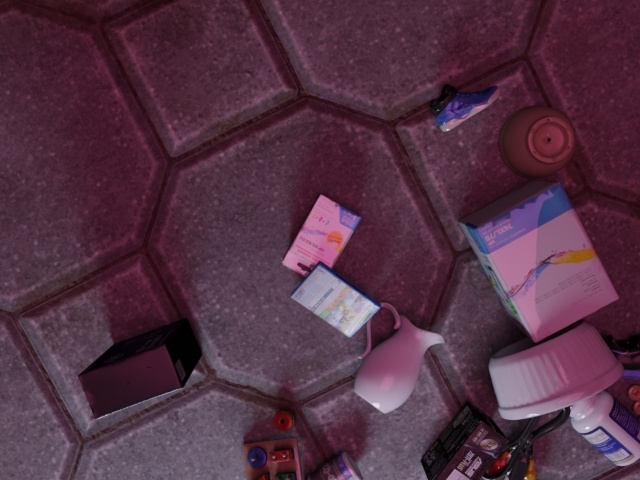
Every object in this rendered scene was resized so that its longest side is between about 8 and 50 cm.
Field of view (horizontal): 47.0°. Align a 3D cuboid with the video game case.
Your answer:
[{"bbox_3d":[0.033,0.131,1.611,0.166,0.015,0.119,36,123,-8],"label":"video game case"}]

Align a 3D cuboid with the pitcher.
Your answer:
[{"bbox_3d":[0.145,0.255,1.616,0.177,0.125,0.207,33,83,17],"label":"pitcher"}]

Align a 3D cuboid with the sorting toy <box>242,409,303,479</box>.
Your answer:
[{"bbox_3d":[-0.109,0.522,1.626,0.132,0.046,0.275,-11,79,16],"label":"sorting toy"}]

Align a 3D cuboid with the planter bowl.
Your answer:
[{"bbox_3d":[0.476,-0.213,1.575,0.162,0.109,0.162,0,95,0],"label":"planter bowl"}]

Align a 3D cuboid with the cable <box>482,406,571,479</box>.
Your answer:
[{"bbox_3d":[0.448,0.451,1.640,0.139,0.072,0.287,21,104,10],"label":"cable"}]

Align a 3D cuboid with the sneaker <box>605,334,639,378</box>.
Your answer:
[{"bbox_3d":[0.745,0.258,1.636,0.232,0.081,0.090,1,102,0],"label":"sneaker"}]

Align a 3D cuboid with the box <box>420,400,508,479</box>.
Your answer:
[{"bbox_3d":[0.312,0.463,1.614,0.077,0.147,0.180,37,93,-4],"label":"box"}]

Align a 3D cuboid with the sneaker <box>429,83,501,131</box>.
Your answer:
[{"bbox_3d":[0.308,-0.310,1.588,0.152,0.058,0.085,-32,103,8],"label":"sneaker"}]

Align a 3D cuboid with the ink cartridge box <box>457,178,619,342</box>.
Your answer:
[{"bbox_3d":[0.452,0.036,1.550,0.197,0.198,0.270,-29,95,3],"label":"ink cartridge box"}]

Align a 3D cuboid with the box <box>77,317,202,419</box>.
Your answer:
[{"bbox_3d":[-0.364,0.258,1.526,0.184,0.261,0.103,-23,95,1],"label":"box"}]

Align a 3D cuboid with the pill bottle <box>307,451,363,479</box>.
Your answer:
[{"bbox_3d":[0.020,0.543,1.650,0.137,0.078,0.078,-35,95,2],"label":"pill bottle"}]

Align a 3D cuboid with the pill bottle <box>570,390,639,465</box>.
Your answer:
[{"bbox_3d":[0.625,0.399,1.631,0.186,0.112,0.112,42,93,-4],"label":"pill bottle"}]

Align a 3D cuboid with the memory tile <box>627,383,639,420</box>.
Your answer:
[{"bbox_3d":[0.773,0.382,1.682,0.113,0.012,0.148,-23,96,1],"label":"memory tile"}]

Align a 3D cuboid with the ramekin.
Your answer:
[{"bbox_3d":[0.481,0.265,1.549,0.273,0.273,0.127,-24,83,1],"label":"ramekin"}]

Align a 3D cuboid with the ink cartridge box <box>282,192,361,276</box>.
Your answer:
[{"bbox_3d":[0.000,0.000,1.609,0.104,0.061,0.181,29,95,-4],"label":"ink cartridge box"}]
